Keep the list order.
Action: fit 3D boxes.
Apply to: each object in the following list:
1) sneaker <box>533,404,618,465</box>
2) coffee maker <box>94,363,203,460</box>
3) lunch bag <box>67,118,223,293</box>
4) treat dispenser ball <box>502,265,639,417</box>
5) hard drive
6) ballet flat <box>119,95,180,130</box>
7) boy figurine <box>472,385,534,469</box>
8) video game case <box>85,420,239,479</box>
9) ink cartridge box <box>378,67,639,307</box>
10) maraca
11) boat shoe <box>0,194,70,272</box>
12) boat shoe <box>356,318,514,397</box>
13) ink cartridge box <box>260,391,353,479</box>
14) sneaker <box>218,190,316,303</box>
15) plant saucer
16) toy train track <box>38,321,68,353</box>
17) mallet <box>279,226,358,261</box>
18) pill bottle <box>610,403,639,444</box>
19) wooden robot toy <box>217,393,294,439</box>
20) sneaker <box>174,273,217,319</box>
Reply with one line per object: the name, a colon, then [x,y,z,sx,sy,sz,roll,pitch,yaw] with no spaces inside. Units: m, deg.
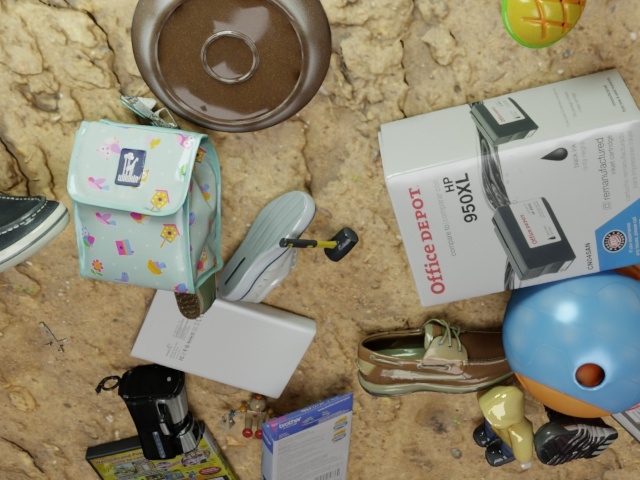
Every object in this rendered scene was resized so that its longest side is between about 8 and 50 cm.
sneaker: [0.457,0.344,1.840,0.106,0.162,0.281,-47,145,19]
coffee maker: [-0.336,0.342,1.898,0.171,0.120,0.178,10,129,22]
lunch bag: [-0.282,-0.063,1.533,0.223,0.160,0.262,9,117,17]
treat dispenser ball: [0.462,0.162,1.642,0.288,0.288,0.288,0,127,0]
hard drive: [-0.188,0.188,1.813,0.307,0.040,0.203,19,125,-14]
ballet flat: [-0.270,-0.206,1.520,0.041,0.041,0.114,-37,119,24]
boy figurine: [0.355,0.359,1.830,0.092,0.177,0.285,-27,154,-5]
video game case: [-0.333,0.512,2.063,0.274,0.035,0.248,-15,126,12]
ink cartridge box: [0.317,-0.077,1.536,0.394,0.166,0.285,-13,126,10]
maraca: [0.336,-0.366,1.365,0.127,0.099,0.186,34,94,-26]
boat shoe: [-0.643,-0.026,1.536,0.500,0.187,0.156,-3,121,20]
boat shoe: [0.223,0.215,1.789,0.324,0.122,0.120,-10,124,6]
ink cartridge box: [-0.030,0.434,1.943,0.185,0.065,0.311,-17,134,-25]
sneaker: [-0.080,0.013,1.664,0.091,0.094,0.258,14,131,-40]
plant saucer: [-0.137,-0.289,1.448,0.310,0.050,0.311,0,128,0]
toy train track: [-0.522,0.191,1.830,0.048,0.014,0.083,-17,125,12]
mallet: [0.000,0.000,1.614,0.062,0.039,0.189,-43,156,19]
pill bottle: [0.658,0.312,1.828,0.176,0.176,0.318,-35,120,24]
wooden robot toy: [-0.121,0.352,1.924,0.173,0.076,0.079,7,116,-6]
sneaker: [-0.229,0.038,1.685,0.064,0.086,0.192,-8,98,25]
